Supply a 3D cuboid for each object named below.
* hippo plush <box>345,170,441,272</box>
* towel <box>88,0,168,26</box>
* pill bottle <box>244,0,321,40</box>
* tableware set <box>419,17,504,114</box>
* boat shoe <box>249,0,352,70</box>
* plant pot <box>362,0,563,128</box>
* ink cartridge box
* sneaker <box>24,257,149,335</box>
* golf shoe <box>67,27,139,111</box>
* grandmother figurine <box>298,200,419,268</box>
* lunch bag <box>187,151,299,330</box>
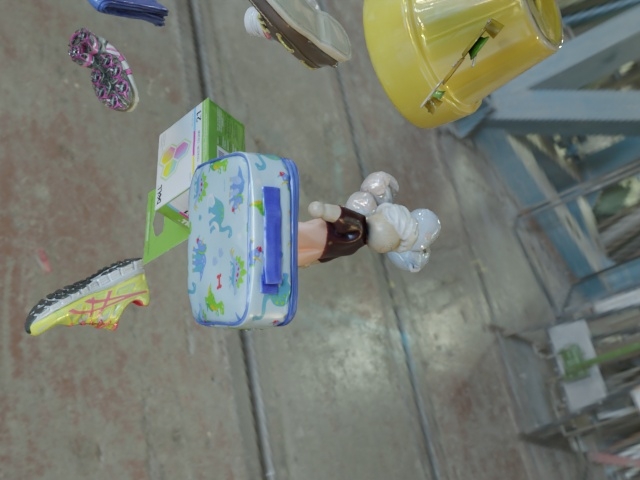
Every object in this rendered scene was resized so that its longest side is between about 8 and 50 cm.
[{"bbox_3d":[0.172,-0.009,2.297,0.236,0.294,0.234,34,29,13],"label":"hippo plush"},{"bbox_3d":[-0.451,-0.499,1.613,0.336,0.040,0.243,39,18,10],"label":"towel"},{"bbox_3d":[-0.084,-0.481,1.953,0.087,0.160,0.087,-13,105,-57],"label":"pill bottle"},{"bbox_3d":[0.191,-0.232,1.203,0.024,0.154,0.104,38,17,2],"label":"tableware set"},{"bbox_3d":[-0.063,-0.429,1.741,0.324,0.096,0.117,27,51,-50],"label":"boat shoe"},{"bbox_3d":[0.231,-0.327,1.377,0.254,0.239,0.254,29,54,-48],"label":"plant pot"},{"bbox_3d":[-0.253,-0.098,1.568,0.097,0.255,0.189,35,35,-38],"label":"ink cartridge box"},{"bbox_3d":[-0.351,0.105,1.379,0.208,0.081,0.094,-27,105,-28],"label":"sneaker"},{"bbox_3d":[-0.320,-0.263,1.396,0.086,0.067,0.186,14,32,-52],"label":"golf shoe"},{"bbox_3d":[0.000,0.000,1.494,0.342,0.208,0.104,-8,76,-14],"label":"grandmother figurine"},{"bbox_3d":[-0.095,0.003,1.118,0.090,0.176,0.219,3,84,-32],"label":"lunch bag"}]
